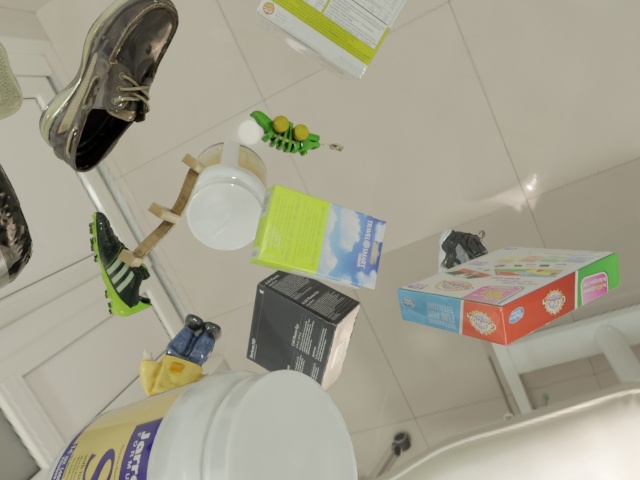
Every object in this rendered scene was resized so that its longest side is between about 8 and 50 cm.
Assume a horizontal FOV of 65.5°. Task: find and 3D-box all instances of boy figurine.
[{"bbox_3d":[-0.343,0.312,1.155,0.177,0.285,0.092,26,141,-1],"label":"boy figurine"}]

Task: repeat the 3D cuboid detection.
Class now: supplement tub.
[{"bbox_3d":[-0.147,0.295,0.599,0.331,0.241,0.241,-26,99,31],"label":"supplement tub"},{"bbox_3d":[-0.260,-0.131,1.403,0.228,0.316,0.228,-3,119,-5],"label":"supplement tub"}]

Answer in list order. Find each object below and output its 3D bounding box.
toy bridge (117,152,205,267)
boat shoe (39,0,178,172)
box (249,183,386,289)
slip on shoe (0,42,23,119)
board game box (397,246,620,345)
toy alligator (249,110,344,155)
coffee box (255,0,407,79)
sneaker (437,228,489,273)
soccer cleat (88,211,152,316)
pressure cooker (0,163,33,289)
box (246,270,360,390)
[{"bbox_3d":[-0.231,-0.039,0.743,0.026,0.063,0.188,33,89,9],"label":"toy bridge"},{"bbox_3d":[-0.347,-0.259,0.866,0.355,0.132,0.130,-45,72,24],"label":"boat shoe"},{"bbox_3d":[0.000,0.000,0.697,0.178,0.042,0.109,16,77,-23],"label":"box"},{"bbox_3d":[-0.709,-0.345,1.042,0.101,0.123,0.331,61,150,3],"label":"slip on shoe"},{"bbox_3d":[0.339,0.085,0.909,0.242,0.317,0.064,4,108,60],"label":"board game box"},{"bbox_3d":[-0.042,-0.176,0.891,0.190,0.056,0.051,18,81,-27],"label":"toy alligator"},{"bbox_3d":[0.034,-0.709,1.465,0.338,0.337,0.334,28,102,-16],"label":"coffee box"},{"bbox_3d":[0.444,0.089,1.522,0.153,0.101,0.268,-3,71,28],"label":"sneaker"},{"bbox_3d":[-0.310,0.035,0.774,0.072,0.060,0.179,-15,116,-21],"label":"soccer cleat"},{"bbox_3d":[-0.559,-0.012,0.450,0.375,0.420,0.370,37,141,16],"label":"pressure cooker"},{"bbox_3d":[-0.067,0.314,1.726,0.312,0.179,0.343,26,121,21],"label":"box"}]
